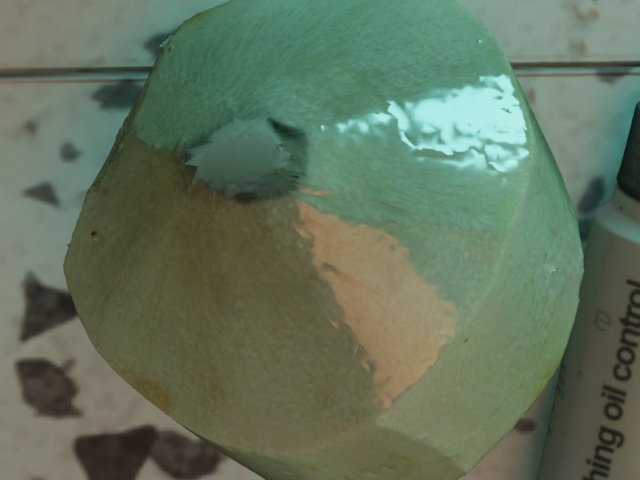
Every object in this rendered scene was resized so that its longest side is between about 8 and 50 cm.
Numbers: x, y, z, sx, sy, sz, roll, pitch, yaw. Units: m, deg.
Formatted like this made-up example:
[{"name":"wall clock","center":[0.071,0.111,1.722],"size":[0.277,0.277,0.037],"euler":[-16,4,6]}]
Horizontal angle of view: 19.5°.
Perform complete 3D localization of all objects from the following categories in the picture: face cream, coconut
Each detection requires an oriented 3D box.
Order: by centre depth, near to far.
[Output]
[{"name":"coconut","center":[0.003,-0.003,0.825],"size":[0.241,0.241,0.241],"euler":[-4,110,-11]},{"name":"face cream","center":[0.175,0.044,0.965],"size":[0.092,0.092,0.311],"euler":[6,108,-15]}]
